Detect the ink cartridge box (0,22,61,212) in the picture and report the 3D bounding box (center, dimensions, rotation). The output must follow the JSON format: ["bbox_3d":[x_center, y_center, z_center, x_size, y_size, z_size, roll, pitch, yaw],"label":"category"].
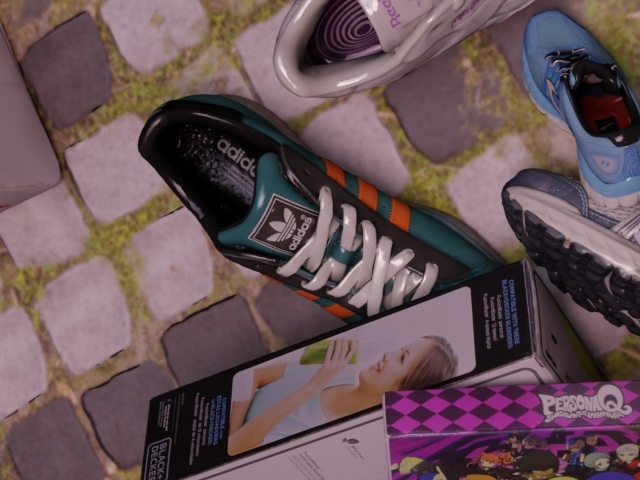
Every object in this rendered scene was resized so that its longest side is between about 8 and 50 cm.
[{"bbox_3d":[-0.434,-0.034,1.207,0.395,0.285,0.166,-24,86,20],"label":"ink cartridge box"}]

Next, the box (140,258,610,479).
[{"bbox_3d":[0.046,0.139,1.105,0.290,0.087,0.169,-22,130,22],"label":"box"}]

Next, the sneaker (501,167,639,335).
[{"bbox_3d":[0.253,0.005,1.067,0.283,0.110,0.122,24,72,27],"label":"sneaker"}]

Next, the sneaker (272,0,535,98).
[{"bbox_3d":[0.097,-0.178,1.064,0.305,0.152,0.114,-35,95,22],"label":"sneaker"}]

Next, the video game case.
[{"bbox_3d":[0.159,0.167,1.038,0.232,0.042,0.210,-3,135,3],"label":"video game case"}]

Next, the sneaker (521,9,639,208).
[{"bbox_3d":[0.175,-0.099,1.059,0.063,0.073,0.162,-21,50,-4],"label":"sneaker"}]

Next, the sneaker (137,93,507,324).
[{"bbox_3d":[0.000,0.000,1.135,0.302,0.121,0.108,32,105,15],"label":"sneaker"}]
